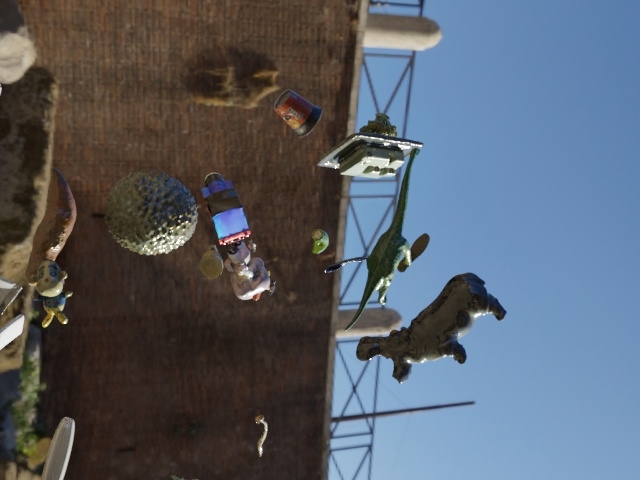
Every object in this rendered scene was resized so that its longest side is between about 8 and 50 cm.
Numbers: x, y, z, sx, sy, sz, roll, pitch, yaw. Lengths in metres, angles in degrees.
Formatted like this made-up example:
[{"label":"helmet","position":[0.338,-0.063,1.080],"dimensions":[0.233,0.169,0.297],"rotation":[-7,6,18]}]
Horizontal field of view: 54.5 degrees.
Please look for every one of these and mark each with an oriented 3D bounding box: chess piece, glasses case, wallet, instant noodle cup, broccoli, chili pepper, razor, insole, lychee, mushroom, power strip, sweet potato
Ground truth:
[{"label":"chess piece","position":[-0.413,0.077,2.384],"dimensions":[0.200,0.090,0.090],"rotation":[-111,-158,-77]},{"label":"glasses case","position":[-0.638,0.533,1.506],"dimensions":[0.081,0.051,0.204],"rotation":[129,-28,-59]},{"label":"wallet","position":[-0.764,0.229,1.505],"dimensions":[0.061,0.025,0.122],"rotation":[-63,-178,22]},{"label":"instant noodle cup","position":[-0.081,-0.436,2.096],"dimensions":[0.127,0.135,0.127],"rotation":[-38,-148,28]},{"label":"broccoli","position":[0.196,-0.364,2.078],"dimensions":[0.130,0.131,0.120],"rotation":[148,-52,-75]},{"label":"chili pepper","position":[0.000,0.000,1.984],"dimensions":[0.202,0.051,0.050],"rotation":[91,6,-76]},{"label":"razor","position":[0.084,0.064,1.730],"dimensions":[0.044,0.154,0.028],"rotation":[55,26,-65]},{"label":"insole","position":[0.260,0.035,1.741],"dimensions":[0.135,0.002,0.045],"rotation":[-51,-128,18]},{"label":"lychee","position":[-0.471,-0.069,1.733],"dimensions":[0.274,0.255,0.255],"rotation":[-101,-163,-52]},{"label":"mushroom","position":[-0.163,0.549,1.729],"dimensions":[0.028,0.026,0.286],"rotation":[31,-34,20]},{"label":"power strip","position":[0.150,-0.246,1.911],"dimensions":[0.251,0.256,0.092],"rotation":[-15,-105,63]},{"label":"sweet potato","position":[-0.792,-0.035,1.853],"dimensions":[0.095,0.106,0.355],"rotation":[7,-97,34]}]

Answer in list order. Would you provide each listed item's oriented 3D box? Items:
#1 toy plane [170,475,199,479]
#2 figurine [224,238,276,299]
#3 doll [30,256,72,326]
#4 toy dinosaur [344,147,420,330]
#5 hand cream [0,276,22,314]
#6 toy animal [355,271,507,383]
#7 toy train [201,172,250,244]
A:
[{"label":"toy plane","position":[-0.274,0.496,1.229],"dimensions":[0.033,0.083,0.080],"rotation":[64,-1,-38]},{"label":"figurine","position":[-0.205,0.089,1.724],"dimensions":[0.229,0.111,0.137],"rotation":[70,25,-46]},{"label":"doll","position":[-0.694,0.131,1.604],"dimensions":[0.089,0.102,0.179],"rotation":[-179,-100,-78]},{"label":"toy dinosaur","position":[0.171,0.007,1.599],"dimensions":[0.447,0.087,0.301],"rotation":[-57,155,-31]},{"label":"hand cream","position":[-0.903,0.065,1.506],"dimensions":[0.121,0.336,0.076],"rotation":[-43,-157,33]},{"label":"toy animal","position":[0.256,0.217,1.415],"dimensions":[0.168,0.343,0.106],"rotation":[56,3,0]},{"label":"toy train","position":[-0.239,-0.087,1.531],"dimensions":[0.131,0.082,0.204],"rotation":[79,-13,-45]}]
